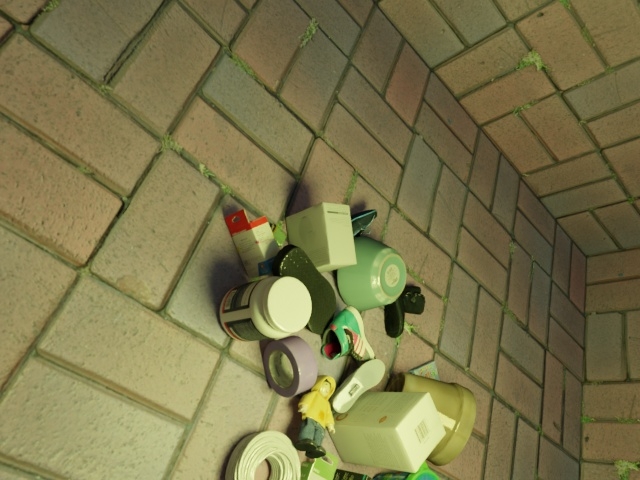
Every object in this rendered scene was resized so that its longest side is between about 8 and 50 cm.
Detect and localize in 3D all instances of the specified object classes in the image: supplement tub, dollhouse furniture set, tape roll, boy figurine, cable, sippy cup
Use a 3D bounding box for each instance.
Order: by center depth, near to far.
[{"bbox_3d":[-0.174,0.732,1.566,0.257,0.089,0.257,22,62,-36],"label":"cable"},{"bbox_3d":[-0.177,0.218,1.586,0.191,0.272,0.191,13,69,-39],"label":"supplement tub"},{"bbox_3d":[-0.102,0.415,1.654,0.080,0.189,0.189,-9,84,-44],"label":"tape roll"},{"bbox_3d":[-0.006,0.595,1.716,0.177,0.092,0.285,47,36,-23],"label":"boy figurine"},{"bbox_3d":[-0.162,0.008,1.809,0.076,0.058,0.152,41,54,-26],"label":"dollhouse furniture set"},{"bbox_3d":[0.302,0.954,1.836,0.240,0.224,0.305,52,50,-19],"label":"sippy cup"}]

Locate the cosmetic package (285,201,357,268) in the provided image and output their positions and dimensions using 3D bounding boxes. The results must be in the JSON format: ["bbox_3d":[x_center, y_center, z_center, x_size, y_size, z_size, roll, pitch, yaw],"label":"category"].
[{"bbox_3d":[0.000,0.000,1.844,0.138,0.224,0.225,4,75,-41],"label":"cosmetic package"}]

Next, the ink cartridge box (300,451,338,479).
[{"bbox_3d":[-0.023,0.821,1.692,0.109,0.062,0.209,41,53,-26],"label":"ink cartridge box"}]

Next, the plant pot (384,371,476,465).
[{"bbox_3d":[0.401,0.671,1.972,0.280,0.323,0.323,29,57,-5],"label":"plant pot"}]

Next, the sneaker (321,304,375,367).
[{"bbox_3d":[0.100,0.414,1.887,0.178,0.123,0.296,-31,111,-32],"label":"sneaker"}]

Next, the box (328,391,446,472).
[{"bbox_3d":[0.225,0.664,1.768,0.215,0.345,0.168,-28,97,-43],"label":"box"}]

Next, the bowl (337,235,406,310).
[{"bbox_3d":[0.229,0.138,2.011,0.311,0.163,0.312,-1,92,-43],"label":"bowl"}]

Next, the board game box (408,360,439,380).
[{"bbox_3d":[0.472,0.657,2.206,0.160,0.039,0.212,-9,83,-43],"label":"board game box"}]

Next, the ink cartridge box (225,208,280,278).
[{"bbox_3d":[-0.224,0.004,1.702,0.078,0.134,0.231,-26,96,-42],"label":"ink cartridge box"}]

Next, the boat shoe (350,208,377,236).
[{"bbox_3d":[0.138,-0.052,2.087,0.258,0.109,0.089,-28,104,-27],"label":"boat shoe"}]

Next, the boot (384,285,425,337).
[{"bbox_3d":[0.377,0.308,2.183,0.207,0.094,0.247,13,63,-35],"label":"boot"}]

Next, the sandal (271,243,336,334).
[{"bbox_3d":[-0.059,0.168,1.772,0.167,0.107,0.446,-49,137,-24],"label":"sandal"}]

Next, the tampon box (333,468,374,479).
[{"bbox_3d":[0.117,0.882,1.733,0.101,0.161,0.120,46,53,-22],"label":"tampon box"}]

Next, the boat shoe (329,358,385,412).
[{"bbox_3d":[0.129,0.535,1.863,0.258,0.084,0.095,-33,90,-23],"label":"boat shoe"}]
